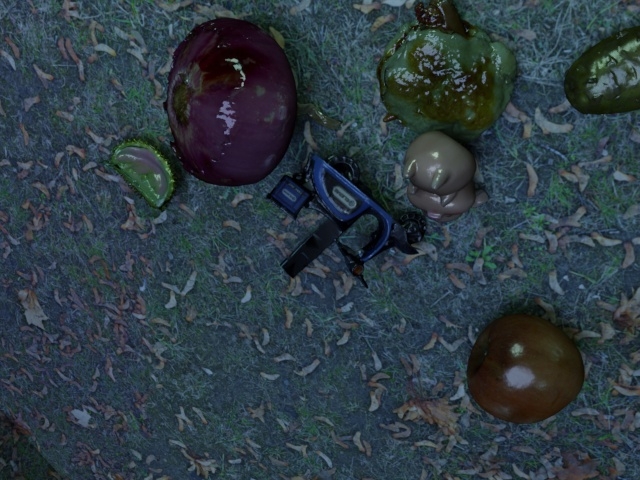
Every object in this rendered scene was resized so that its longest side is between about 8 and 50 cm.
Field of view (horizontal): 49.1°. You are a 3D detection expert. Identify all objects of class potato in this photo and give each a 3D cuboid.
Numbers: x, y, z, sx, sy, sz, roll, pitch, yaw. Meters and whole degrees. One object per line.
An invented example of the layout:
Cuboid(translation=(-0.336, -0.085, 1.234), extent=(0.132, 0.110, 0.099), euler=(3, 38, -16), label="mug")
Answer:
Cuboid(translation=(0.572, -0.312, 1.278), extent=(0.251, 0.113, 0.149), euler=(-24, 97, 23), label="potato")

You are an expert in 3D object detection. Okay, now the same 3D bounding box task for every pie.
Cuboid(translation=(0.248, -0.325, 1.411), extent=(0.274, 0.105, 0.257), euler=(37, 119, -8), label="pie")

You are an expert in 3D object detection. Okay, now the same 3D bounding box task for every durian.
Cuboid(translation=(-0.450, -0.179, 1.816), extent=(0.221, 0.095, 0.137), euler=(40, 89, 3), label="durian")

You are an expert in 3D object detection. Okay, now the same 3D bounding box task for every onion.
Cuboid(translation=(-0.183, -0.298, 1.530), extent=(0.358, 0.345, 0.358), euler=(8, 106, 31), label="onion")

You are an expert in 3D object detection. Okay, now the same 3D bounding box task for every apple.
Cuboid(translation=(0.459, 0.293, 1.571), extent=(0.254, 0.253, 0.253), euler=(10, 119, 19), label="apple")

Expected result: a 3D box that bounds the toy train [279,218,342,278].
Cuboid(translation=(0.000, 0.000, 1.736), extent=(0.055, 0.048, 0.252), euler=(49, 119, 0), label="toy train")

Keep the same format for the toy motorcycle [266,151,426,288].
Cuboid(translation=(0.067, -0.052, 1.602), extent=(0.359, 0.125, 0.212), euler=(38, 93, -9), label="toy motorcycle")

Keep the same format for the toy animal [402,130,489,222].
Cuboid(translation=(0.250, -0.131, 1.461), extent=(0.166, 0.154, 0.250), euler=(30, 166, 23), label="toy animal")

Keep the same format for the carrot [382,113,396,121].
Cuboid(translation=(0.198, -0.282, 1.505), extent=(0.142, 0.035, 0.035), euler=(-14, 109, 32), label="carrot")
